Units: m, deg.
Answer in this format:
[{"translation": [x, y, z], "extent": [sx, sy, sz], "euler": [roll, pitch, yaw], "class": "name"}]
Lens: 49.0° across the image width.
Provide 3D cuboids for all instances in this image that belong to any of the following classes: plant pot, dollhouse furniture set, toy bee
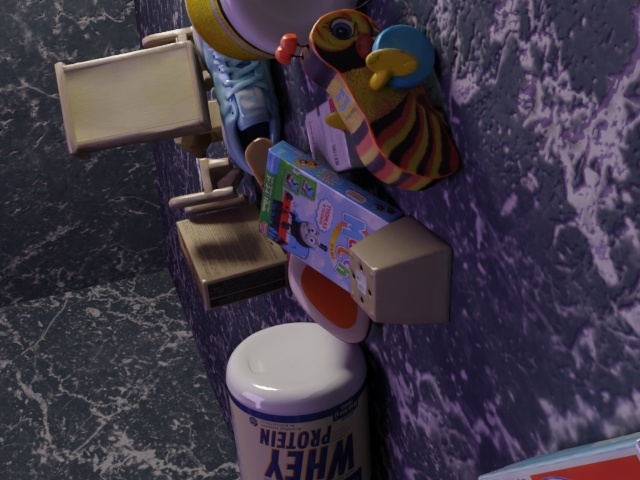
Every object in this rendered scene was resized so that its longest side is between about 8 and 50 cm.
[{"translation": [0.094, 0.045, 0.884], "extent": [0.109, 0.096, 0.109], "euler": [-134, 35, -56], "class": "plant pot"}, {"translation": [-0.330, -0.247, 1.450], "extent": [0.394, 0.256, 0.362], "euler": [39, -139, -85], "class": "dollhouse furniture set"}, {"translation": [0.036, -0.189, 0.802], "extent": [0.195, 0.162, 0.298], "euler": [103, 148, -56], "class": "toy bee"}]

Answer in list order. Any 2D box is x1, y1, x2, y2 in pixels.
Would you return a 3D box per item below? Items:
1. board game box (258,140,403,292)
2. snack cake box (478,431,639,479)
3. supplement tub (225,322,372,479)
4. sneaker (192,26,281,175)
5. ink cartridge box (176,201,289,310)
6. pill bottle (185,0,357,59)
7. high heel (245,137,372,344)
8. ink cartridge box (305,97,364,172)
[{"translation": [0.006, -0.026, 1.014], "extent": [0.211, 0.039, 0.160], "euler": [32, 136, 21], "class": "board game box"}, {"translation": [0.248, 0.246, 0.585], "extent": [0.264, 0.089, 0.152], "euler": [120, 136, -63], "class": "snack cake box"}, {"translation": [-0.031, 0.332, 1.214], "extent": [0.235, 0.235, 0.325], "euler": [-138, 39, -59], "class": "supplement tub"}, {"translation": [-0.131, -0.281, 1.285], "extent": [0.150, 0.135, 0.366], "euler": [51, 159, 50], "class": "sneaker"}, {"translation": [-0.196, 0.030, 1.554], "extent": [0.235, 0.193, 0.088], "euler": [-123, 26, -47], "class": "ink cartridge box"}, {"translation": [-0.091, -0.356, 1.011], "extent": [0.334, 0.187, 0.188], "euler": [-151, 51, -65], "class": "pill bottle"}, {"translation": [0.000, 0.000, 1.185], "extent": [0.377, 0.127, 0.181], "euler": [67, -169, 14], "class": "high heel"}, {"translation": [0.032, -0.147, 0.996], "extent": [0.135, 0.056, 0.099], "euler": [175, 83, -71], "class": "ink cartridge box"}]
